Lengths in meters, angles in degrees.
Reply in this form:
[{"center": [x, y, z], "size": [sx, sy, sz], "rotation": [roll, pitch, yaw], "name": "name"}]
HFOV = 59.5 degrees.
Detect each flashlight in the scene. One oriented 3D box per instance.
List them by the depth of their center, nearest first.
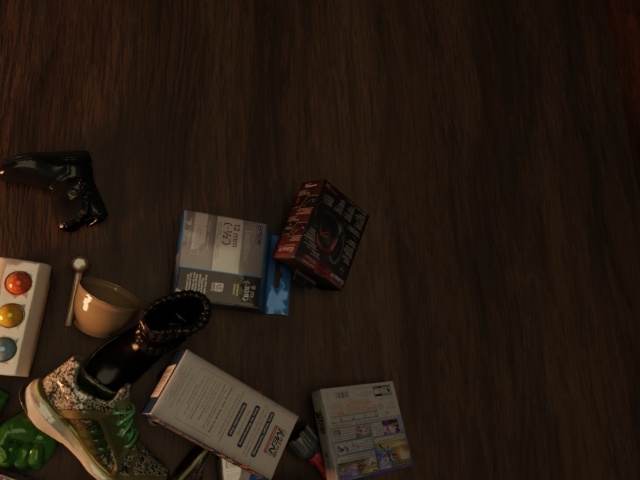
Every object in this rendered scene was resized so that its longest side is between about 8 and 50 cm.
[{"center": [0.022, 0.653, 1.552], "size": [0.103, 0.103, 0.304], "rotation": [-41, 94, -22], "name": "flashlight"}]

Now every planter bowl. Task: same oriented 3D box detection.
[{"center": [-0.558, 0.180, 1.429], "size": [0.162, 0.162, 0.109], "rotation": [27, 95, -13], "name": "planter bowl"}]

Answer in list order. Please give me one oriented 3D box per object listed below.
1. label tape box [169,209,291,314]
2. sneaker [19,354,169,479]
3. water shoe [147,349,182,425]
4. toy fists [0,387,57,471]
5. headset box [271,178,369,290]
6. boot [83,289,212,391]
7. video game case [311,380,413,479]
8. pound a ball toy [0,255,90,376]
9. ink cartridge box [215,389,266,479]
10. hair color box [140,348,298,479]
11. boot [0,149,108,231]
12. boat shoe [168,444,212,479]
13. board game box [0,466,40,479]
[{"center": [-0.236, 0.070, 1.596], "size": [0.348, 0.115, 0.249], "rotation": [9, 73, -17], "name": "label tape box"}, {"center": [-0.498, 0.432, 1.329], "size": [0.182, 0.158, 0.410], "rotation": [-44, 105, 2], "name": "sneaker"}, {"center": [-0.390, 0.379, 1.445], "size": [0.203, 0.080, 0.073], "rotation": [-60, 142, -30], "name": "water shoe"}, {"center": [-0.752, 0.435, 1.308], "size": [0.279, 0.096, 0.142], "rotation": [35, 68, -11], "name": "toy fists"}, {"center": [0.000, 0.000, 1.669], "size": [0.218, 0.110, 0.293], "rotation": [36, 65, -35], "name": "headset box"}, {"center": [-0.438, 0.254, 1.386], "size": [0.348, 0.260, 0.131], "rotation": [-40, 92, -25], "name": "boot"}, {"center": [0.118, 0.536, 1.587], "size": [0.270, 0.061, 0.244], "rotation": [4, 62, -34], "name": "video game case"}, {"center": [-0.704, 0.170, 1.373], "size": [0.208, 0.136, 0.319], "rotation": [11, 73, -18], "name": "pound a ball toy"}, {"center": [-0.214, 0.527, 1.503], "size": [0.134, 0.078, 0.231], "rotation": [-2, 77, -23], "name": "ink cartridge box"}, {"center": [-0.245, 0.434, 1.392], "size": [0.347, 0.105, 0.173], "rotation": [36, 60, -17], "name": "hair color box"}, {"center": [-0.704, -0.124, 1.471], "size": [0.247, 0.094, 0.207], "rotation": [-12, 77, -30], "name": "boot"}, {"center": [-0.340, 0.615, 1.436], "size": [0.073, 0.080, 0.223], "rotation": [45, 70, -11], "name": "boat shoe"}, {"center": [-0.707, 0.554, 1.289], "size": [0.154, 0.103, 0.026], "rotation": [27, 68, -13], "name": "board game box"}]
